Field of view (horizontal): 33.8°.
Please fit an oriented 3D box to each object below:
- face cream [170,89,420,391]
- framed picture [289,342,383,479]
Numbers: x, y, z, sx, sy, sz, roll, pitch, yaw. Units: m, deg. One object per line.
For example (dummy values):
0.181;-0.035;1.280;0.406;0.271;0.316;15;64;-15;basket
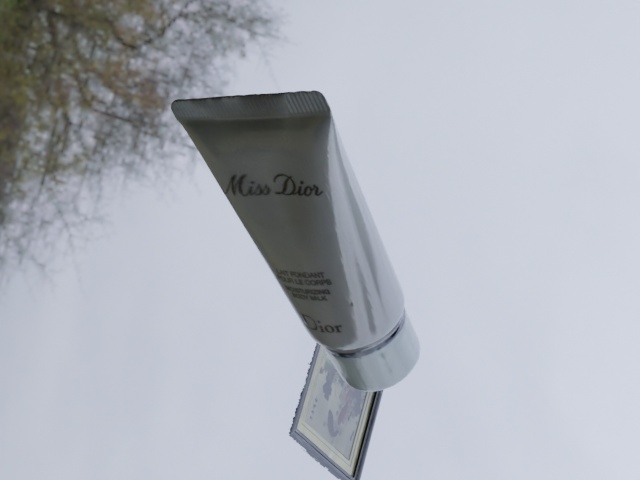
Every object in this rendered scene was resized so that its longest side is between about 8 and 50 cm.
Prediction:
0.000;0.000;0.876;0.143;0.314;0.089;2;-135;33;face cream
0.028;0.227;1.487;0.010;0.199;0.195;-4;-126;33;framed picture
